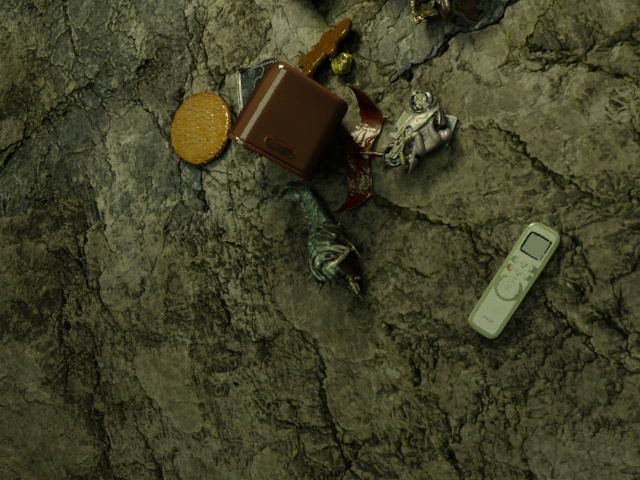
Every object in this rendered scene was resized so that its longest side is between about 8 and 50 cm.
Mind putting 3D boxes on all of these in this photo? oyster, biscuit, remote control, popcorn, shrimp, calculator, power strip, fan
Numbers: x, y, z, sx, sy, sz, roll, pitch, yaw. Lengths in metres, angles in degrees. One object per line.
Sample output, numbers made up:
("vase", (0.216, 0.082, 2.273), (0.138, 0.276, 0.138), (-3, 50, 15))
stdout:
("oyster", (0.292, -0.642, 1.512), (0.103, 0.051, 0.148), (40, 72, 14))
("biscuit", (-0.398, -0.375, 1.865), (0.254, 0.035, 0.254), (-2, 86, 28))
("remote control", (0.477, 0.100, 1.372), (0.090, 0.038, 0.309), (36, 102, 25))
("popcorn", (0.058, -0.521, 1.627), (0.068, 0.059, 0.083), (-44, 51, 31))
("shrimp", (0.005, 0.002, 1.568), (0.221, 0.166, 0.410), (-57, 44, 50))
("calculator", (-0.192, -0.434, 1.766), (0.166, 0.028, 0.274), (-9, 82, 27))
("power strip", (0.336, -0.293, 1.488), (0.040, 0.016, 0.090), (21, 96, 27))
("biscuit", (0.019, -0.567, 1.639), (0.205, 0.031, 0.138), (-44, 35, 19))
("fan", (0.363, -0.635, 1.395), (0.009, 0.220, 0.132), (42, 109, 48))

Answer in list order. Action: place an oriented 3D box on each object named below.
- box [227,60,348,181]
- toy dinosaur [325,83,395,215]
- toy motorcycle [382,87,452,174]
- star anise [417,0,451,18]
("box", (-0.092, -0.327, 1.519), (0.239, 0.339, 0.229), (29, 97, -16))
("toy dinosaur", (0.094, -0.238, 1.556), (0.206, 0.113, 0.327), (36, 103, 22))
("toy motorcycle", (0.268, -0.280, 1.471), (0.152, 0.073, 0.225), (29, 98, 19))
("star anise", (0.294, -0.709, 1.449), (0.212, 0.129, 0.282), (-12, 65, 4))
